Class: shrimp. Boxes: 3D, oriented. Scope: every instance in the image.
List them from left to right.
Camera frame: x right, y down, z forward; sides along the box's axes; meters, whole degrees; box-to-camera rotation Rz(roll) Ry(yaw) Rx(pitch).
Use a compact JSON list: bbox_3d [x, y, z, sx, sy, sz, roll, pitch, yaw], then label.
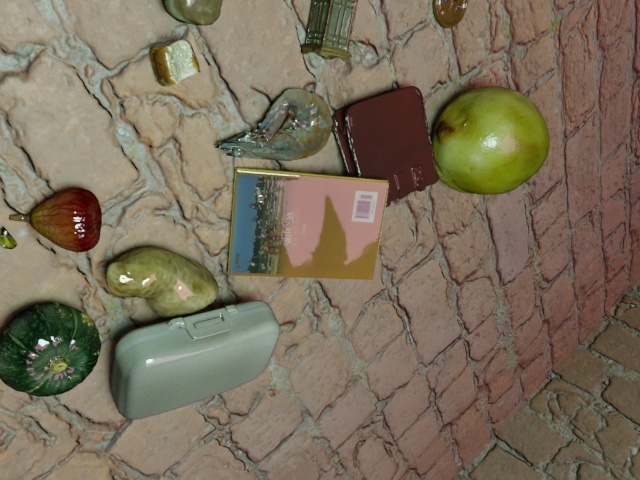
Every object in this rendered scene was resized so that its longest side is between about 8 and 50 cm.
[{"bbox_3d":[-0.093,-0.258,1.207,0.316,0.062,0.165,-17,115,-36],"label":"shrimp"}]

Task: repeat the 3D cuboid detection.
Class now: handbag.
[{"bbox_3d":[0.172,-0.236,1.363,0.259,0.084,0.276,-27,109,-27],"label":"handbag"}]

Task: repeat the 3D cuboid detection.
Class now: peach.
[{"bbox_3d":[0.477,-0.275,1.493,0.314,0.281,0.315,-50,124,0],"label":"peach"}]

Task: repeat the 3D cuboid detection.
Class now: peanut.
[{"bbox_3d":[-0.334,0.089,1.133,0.253,0.122,0.137,33,71,-40],"label":"peanut"}]

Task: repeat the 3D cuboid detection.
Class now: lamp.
[{"bbox_3d":[0.039,-0.563,1.147,0.090,0.089,0.326,-3,111,-37],"label":"lamp"}]

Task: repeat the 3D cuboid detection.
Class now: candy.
[{"bbox_3d":[-0.220,-0.512,0.957,0.102,0.104,0.234,8,105,-42],"label":"candy"}]

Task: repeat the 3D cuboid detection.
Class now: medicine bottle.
[{"bbox_3d":[-0.281,0.271,1.220,0.374,0.123,0.282,-10,139,-33],"label":"medicine bottle"}]

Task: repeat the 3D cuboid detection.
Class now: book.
[{"bbox_3d":[-0.029,-0.032,1.285,0.373,0.028,0.263,3,110,-14],"label":"book"}]

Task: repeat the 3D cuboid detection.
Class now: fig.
[{"bbox_3d":[-0.475,-0.048,0.976,0.152,0.119,0.119,25,94,-27],"label":"fig"}]

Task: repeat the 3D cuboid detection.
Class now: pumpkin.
[{"bbox_3d":[-0.523,0.212,1.028,0.190,0.146,0.191,-42,144,-41],"label":"pumpkin"}]

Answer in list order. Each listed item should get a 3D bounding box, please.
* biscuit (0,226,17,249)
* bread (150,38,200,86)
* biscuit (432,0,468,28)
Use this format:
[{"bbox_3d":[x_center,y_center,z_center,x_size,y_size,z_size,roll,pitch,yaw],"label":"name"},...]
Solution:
[{"bbox_3d":[-0.681,0.056,0.915,0.291,0.026,0.048,-28,129,-25],"label":"biscuit"},{"bbox_3d":[-0.280,-0.340,1.006,0.076,0.083,0.070,-33,124,-21],"label":"bread"},{"bbox_3d":[0.349,-0.649,1.388,0.124,0.026,0.175,-1,111,-38],"label":"biscuit"}]
